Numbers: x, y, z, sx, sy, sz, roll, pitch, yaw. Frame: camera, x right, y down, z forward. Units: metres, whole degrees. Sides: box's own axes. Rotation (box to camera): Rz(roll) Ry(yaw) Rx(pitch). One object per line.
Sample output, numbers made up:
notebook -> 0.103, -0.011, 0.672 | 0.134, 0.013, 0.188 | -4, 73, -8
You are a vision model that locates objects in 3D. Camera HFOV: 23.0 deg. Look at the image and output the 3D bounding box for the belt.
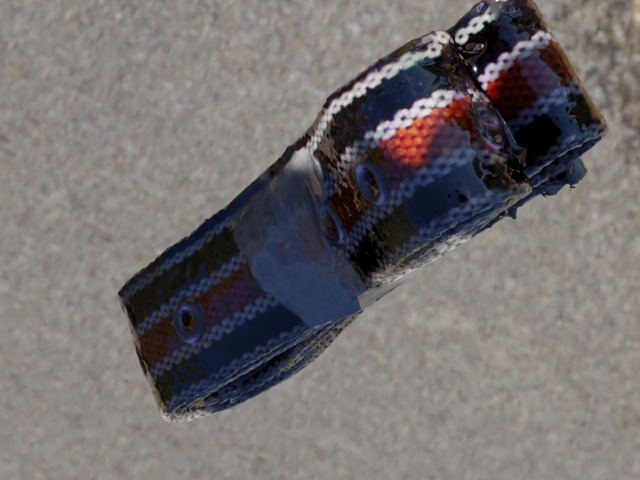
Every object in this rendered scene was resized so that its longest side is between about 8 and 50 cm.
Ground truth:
belt -> 0.000, 0.000, 0.813 | 0.359, 0.126, 0.094 | -39, 78, 47
